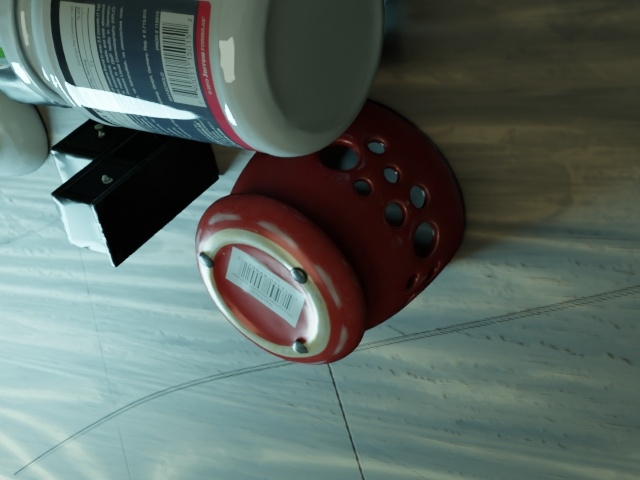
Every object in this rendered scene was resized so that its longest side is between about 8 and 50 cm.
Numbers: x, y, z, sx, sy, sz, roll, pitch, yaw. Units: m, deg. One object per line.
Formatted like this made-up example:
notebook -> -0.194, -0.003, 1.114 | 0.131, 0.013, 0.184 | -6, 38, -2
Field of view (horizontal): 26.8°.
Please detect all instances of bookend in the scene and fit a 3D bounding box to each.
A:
bookend -> -0.210, -0.060, 1.296 | 0.157, 0.156, 0.072 | 13, 132, 35

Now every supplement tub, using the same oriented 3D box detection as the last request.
supplement tub -> -0.104, -0.176, 1.068 | 0.272, 0.191, 0.191 | 13, 132, 35

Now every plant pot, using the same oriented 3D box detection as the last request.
plant pot -> 0.000, 0.000, 1.149 | 0.191, 0.174, 0.191 | 26, 140, 24

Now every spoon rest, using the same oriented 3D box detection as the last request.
spoon rest -> -0.420, -0.132, 1.503 | 0.276, 0.084, 0.137 | 2, 127, 25

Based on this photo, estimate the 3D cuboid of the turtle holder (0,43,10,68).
turtle holder -> -0.327, -0.283, 1.140 | 0.243, 0.227, 0.320 | 38, 137, 14

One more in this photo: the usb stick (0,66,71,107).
usb stick -> -0.217, -0.155, 1.298 | 0.278, 0.045, 0.077 | 9, 154, 37
